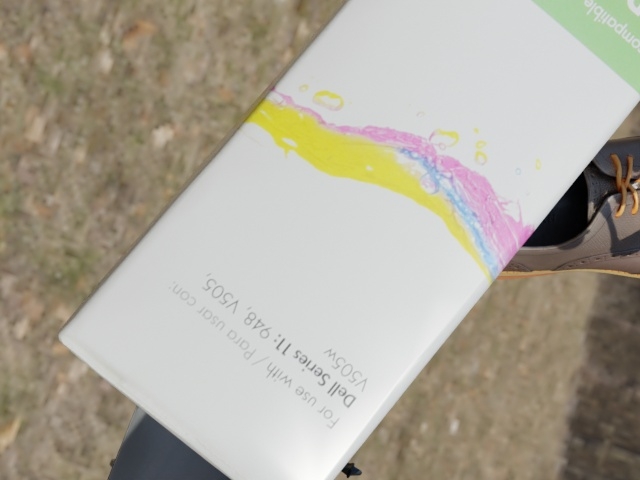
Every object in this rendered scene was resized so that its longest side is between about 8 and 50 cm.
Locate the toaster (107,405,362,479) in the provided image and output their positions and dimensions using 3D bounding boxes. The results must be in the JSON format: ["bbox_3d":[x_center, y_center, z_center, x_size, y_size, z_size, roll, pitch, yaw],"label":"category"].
[{"bbox_3d":[-0.078,0.207,1.307,0.110,0.186,0.168,-64,171,1],"label":"toaster"}]

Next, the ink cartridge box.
[{"bbox_3d":[0.000,0.000,0.661,0.353,0.119,0.207,-50,-178,-8],"label":"ink cartridge box"}]

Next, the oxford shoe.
[{"bbox_3d":[0.265,-0.029,1.257,0.133,0.364,0.129,33,48,-78],"label":"oxford shoe"}]
